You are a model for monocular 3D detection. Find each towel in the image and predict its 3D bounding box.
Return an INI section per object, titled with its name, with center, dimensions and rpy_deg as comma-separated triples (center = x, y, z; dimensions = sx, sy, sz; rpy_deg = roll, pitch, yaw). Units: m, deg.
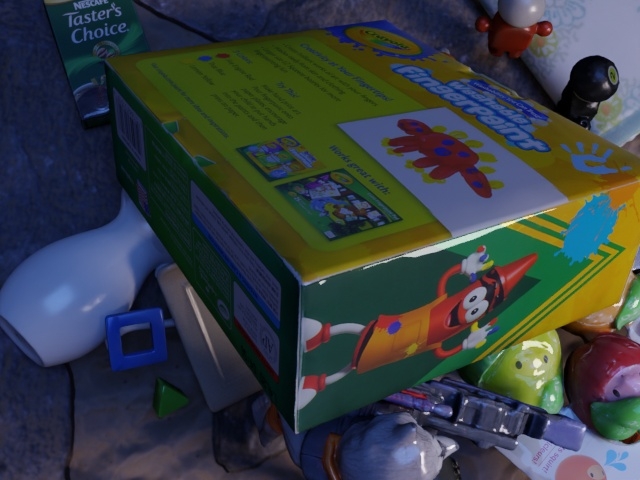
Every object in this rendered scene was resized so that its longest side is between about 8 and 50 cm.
[towel]
center = 0.449, -0.344, 1.030
dimensions = 0.374, 0.090, 0.320
rpy_deg = -37, 80, 21

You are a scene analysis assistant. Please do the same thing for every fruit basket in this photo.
[fruit basket]
center = 0.312, 0.124, 0.890
dimensions = 0.353, 0.165, 0.327
rpy_deg = 39, 79, 24

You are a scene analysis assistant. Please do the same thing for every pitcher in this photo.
[pitcher]
center = -0.247, 0.065, 0.872
dimensions = 0.207, 0.125, 0.178
rpy_deg = -44, 101, -29

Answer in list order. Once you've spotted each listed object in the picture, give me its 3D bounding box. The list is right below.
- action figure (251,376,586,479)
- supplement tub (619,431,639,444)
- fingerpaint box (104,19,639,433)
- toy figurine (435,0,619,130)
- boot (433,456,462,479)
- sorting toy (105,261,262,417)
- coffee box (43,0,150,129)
[action figure]
center = 0.074, 0.210, 0.764
dimensions = 0.341, 0.330, 0.178
rpy_deg = 16, 79, -2
[supplement tub]
center = 0.424, 0.316, 0.926
dimensions = 0.117, 0.117, 0.190
rpy_deg = -16, 79, -14
[fingerpaint box]
center = 0.032, -0.063, 0.772
dimensions = 0.371, 0.163, 0.445
rpy_deg = -16, 39, -27
[toy figurine]
center = 0.245, -0.198, 0.976
dimensions = 0.209, 0.148, 0.213
rpy_deg = -36, 79, -4
[boot]
center = 0.182, 0.323, 0.905
dimensions = 0.198, 0.077, 0.137
rpy_deg = 9, 69, -9
[sorting toy]
center = -0.082, 0.082, 0.901
dimensions = 0.348, 0.047, 0.196
rpy_deg = -24, 110, -19
[coffee box]
center = -0.280, -0.244, 0.977
dimensions = 0.113, 0.040, 0.184
rpy_deg = -16, 79, -14
